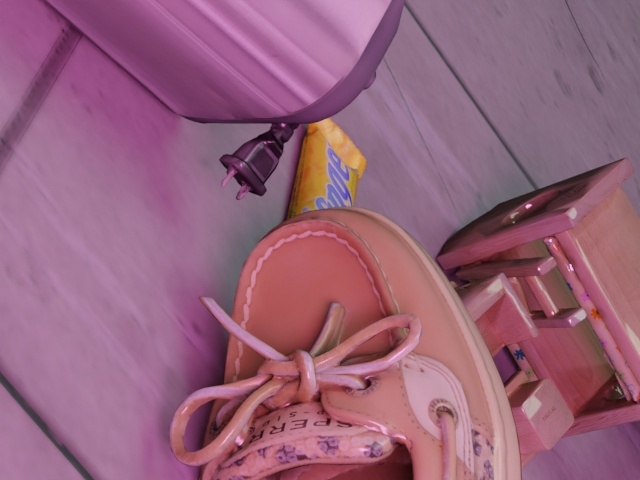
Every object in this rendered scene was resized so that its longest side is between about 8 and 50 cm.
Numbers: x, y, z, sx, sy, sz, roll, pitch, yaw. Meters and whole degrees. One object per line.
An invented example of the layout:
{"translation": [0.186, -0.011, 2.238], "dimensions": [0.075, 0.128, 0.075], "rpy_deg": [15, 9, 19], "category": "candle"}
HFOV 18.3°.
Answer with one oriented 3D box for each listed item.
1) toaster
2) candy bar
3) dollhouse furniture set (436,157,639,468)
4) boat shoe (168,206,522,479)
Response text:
{"translation": [-0.039, -0.147, 0.757], "dimensions": [0.146, 0.129, 0.227], "rpy_deg": [36, 69, -37], "category": "toaster"}
{"translation": [0.000, 0.000, 0.853], "dimensions": [0.040, 0.018, 0.161], "rpy_deg": [49, 27, -26], "category": "candy bar"}
{"translation": [0.113, 0.086, 0.941], "dimensions": [0.161, 0.101, 0.182], "rpy_deg": [-38, 102, -40], "category": "dollhouse furniture set"}
{"translation": [0.009, 0.104, 0.663], "dimensions": [0.089, 0.104, 0.285], "rpy_deg": [35, 37, -50], "category": "boat shoe"}
